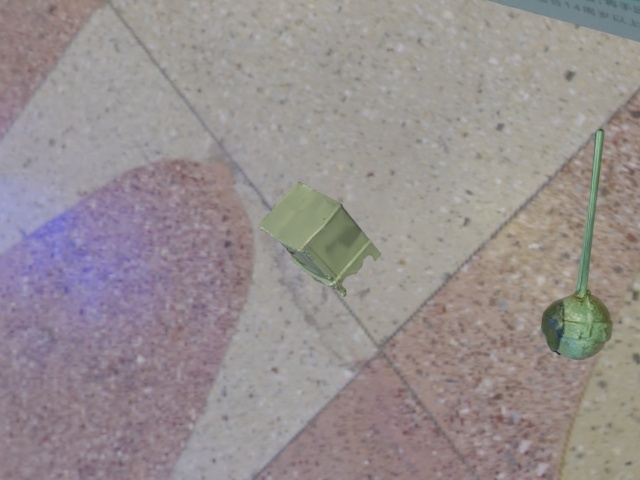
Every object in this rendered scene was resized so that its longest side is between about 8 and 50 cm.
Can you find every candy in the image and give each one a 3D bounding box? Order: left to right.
[{"bbox_3d":[0.230,0.004,0.899,0.061,0.061,0.202,9,99,32],"label":"candy"}]

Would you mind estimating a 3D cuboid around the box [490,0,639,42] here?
[{"bbox_3d":[0.136,-0.172,0.485,0.269,0.079,0.135,25,78,32],"label":"box"}]

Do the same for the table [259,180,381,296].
[{"bbox_3d":[0.000,0.000,1.010,0.062,0.083,0.079,-48,39,-8],"label":"table"}]
